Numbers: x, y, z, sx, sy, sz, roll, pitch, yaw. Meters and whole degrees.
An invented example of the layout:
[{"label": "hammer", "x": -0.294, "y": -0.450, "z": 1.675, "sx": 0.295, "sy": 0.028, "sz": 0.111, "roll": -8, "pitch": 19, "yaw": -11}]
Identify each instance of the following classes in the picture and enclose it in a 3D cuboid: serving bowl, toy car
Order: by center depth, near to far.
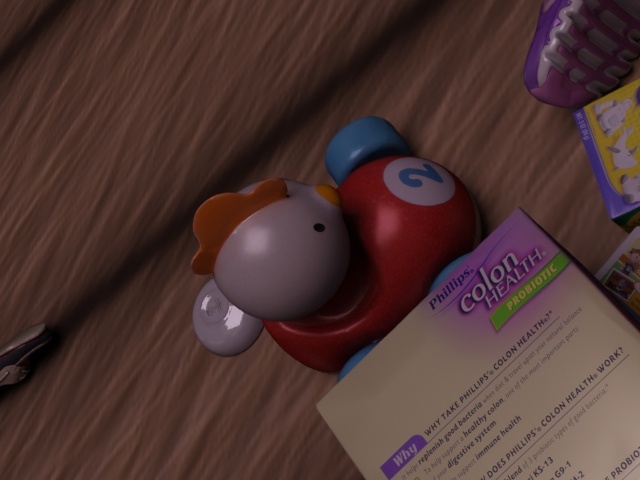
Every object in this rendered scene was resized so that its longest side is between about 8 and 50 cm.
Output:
[{"label": "toy car", "x": 0.000, "y": 0.000, "z": 1.023, "sx": 0.210, "sy": 0.238, "sz": 0.219, "roll": -46, "pitch": 53, "yaw": 14}, {"label": "serving bowl", "x": -0.091, "y": 0.066, "z": 1.201, "sx": 0.083, "sy": 0.027, "sz": 0.083, "roll": -14, "pitch": 66, "yaw": 33}]

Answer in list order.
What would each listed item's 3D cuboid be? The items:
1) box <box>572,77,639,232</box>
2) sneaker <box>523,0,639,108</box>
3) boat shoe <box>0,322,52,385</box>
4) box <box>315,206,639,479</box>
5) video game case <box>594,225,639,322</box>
[{"label": "box", "x": 0.292, "y": -0.090, "z": 0.970, "sx": 0.179, "sy": 0.043, "sz": 0.105, "roll": -27, "pitch": 60, "yaw": 24}, {"label": "sneaker", "x": 0.217, "y": -0.219, "z": 1.048, "sx": 0.104, "sy": 0.095, "sz": 0.236, "roll": 15, "pitch": 77, "yaw": 45}, {"label": "boat shoe", "x": -0.331, "y": 0.133, "z": 1.344, "sx": 0.137, "sy": 0.049, "sz": 0.043, "roll": -33, "pitch": 99, "yaw": 19}, {"label": "box", "x": 0.156, "y": 0.142, "z": 0.897, "sx": 0.213, "sy": 0.117, "sz": 0.243, "roll": -46, "pitch": 53, "yaw": 9}, {"label": "video game case", "x": 0.247, "y": 0.123, "z": 0.936, "sx": 0.193, "sy": 0.023, "sz": 0.212, "roll": -51, "pitch": 51, "yaw": 10}]
